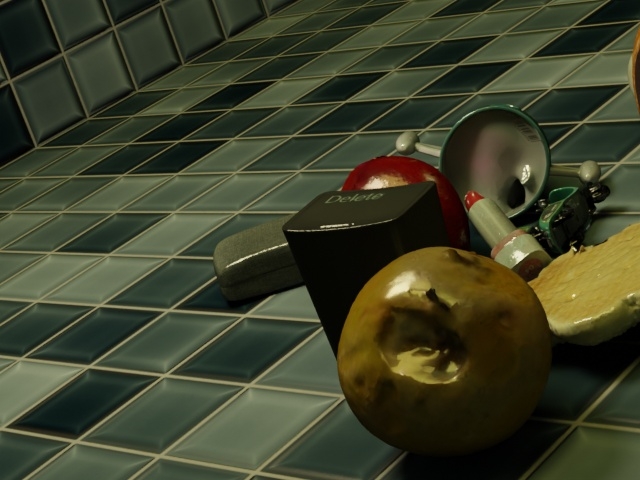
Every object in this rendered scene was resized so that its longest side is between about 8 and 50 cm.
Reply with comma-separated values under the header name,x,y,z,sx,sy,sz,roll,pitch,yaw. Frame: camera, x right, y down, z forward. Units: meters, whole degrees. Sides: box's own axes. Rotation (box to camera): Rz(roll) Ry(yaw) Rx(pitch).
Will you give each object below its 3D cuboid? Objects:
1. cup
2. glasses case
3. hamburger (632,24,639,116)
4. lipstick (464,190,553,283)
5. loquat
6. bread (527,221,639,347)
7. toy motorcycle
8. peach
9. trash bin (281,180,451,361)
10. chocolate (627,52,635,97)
name,x,y,z,sx,sy,sz,roll,pitch,yaw
cup,0.259,-0.120,2.224,0.299,0.168,0.173,10,11,8
glasses case,0.000,0.000,2.251,0.323,0.074,0.131,-18,19,3
hamburger,0.555,-0.181,1.880,0.250,0.330,0.330,-21,20,-10
lipstick,0.236,-0.010,2.003,0.063,0.057,0.186,-40,39,8
loquat,0.133,0.121,1.615,0.243,0.244,0.244,-17,20,6
bread,0.354,0.045,1.788,0.316,0.054,0.316,-25,10,5
toy motorcycle,0.324,-0.031,2.069,0.100,0.058,0.173,-10,23,40
peach,0.115,-0.022,2.070,0.197,0.197,0.197,-17,20,6
trash bin,0.078,0.058,1.801,0.165,0.226,0.115,-5,24,33
chocolate,0.550,-0.263,2.336,0.147,0.221,0.221,-26,8,48
